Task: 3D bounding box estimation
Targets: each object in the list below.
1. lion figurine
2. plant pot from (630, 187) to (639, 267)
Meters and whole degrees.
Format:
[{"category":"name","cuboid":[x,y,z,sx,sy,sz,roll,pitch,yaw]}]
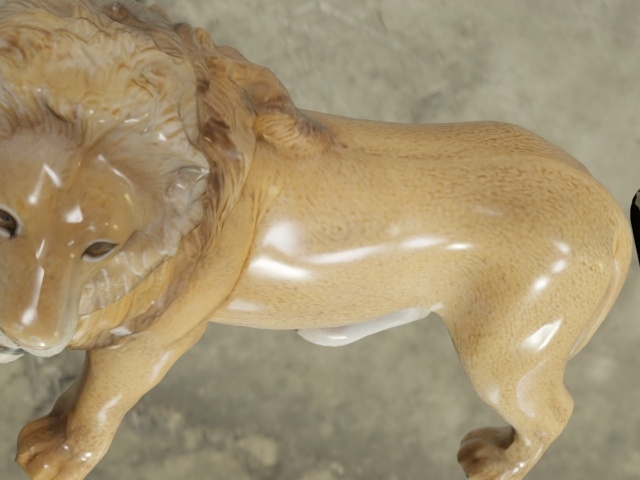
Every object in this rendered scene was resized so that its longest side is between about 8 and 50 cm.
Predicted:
[{"category":"lion figurine","cuboid":[0.000,0.000,0.779,0.392,0.142,0.240,-3,146,-34]},{"category":"plant pot","cuboid":[0.196,0.071,0.525,0.187,0.167,0.188,-11,101,8]}]
